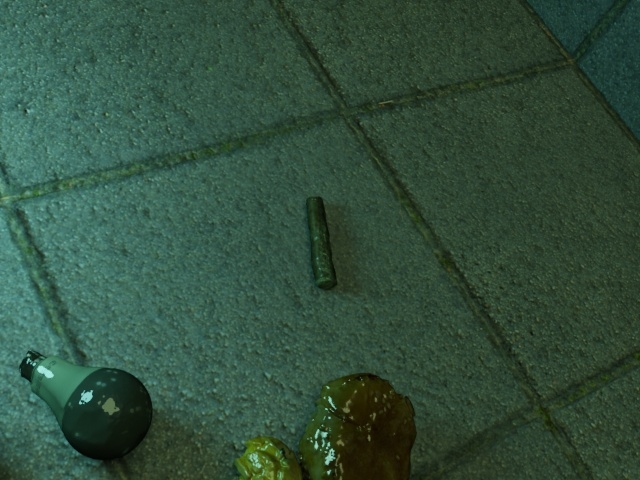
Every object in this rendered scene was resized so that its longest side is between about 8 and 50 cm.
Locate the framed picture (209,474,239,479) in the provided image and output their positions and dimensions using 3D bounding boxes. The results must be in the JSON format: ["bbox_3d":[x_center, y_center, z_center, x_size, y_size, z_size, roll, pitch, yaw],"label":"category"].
[{"bbox_3d":[-0.285,0.585,1.523,0.281,0.019,0.208,-7,59,-6],"label":"framed picture"}]

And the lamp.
[{"bbox_3d":[-0.481,0.306,1.580,0.314,0.182,0.182,41,54,10],"label":"lamp"}]

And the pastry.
[{"bbox_3d":[0.077,0.448,1.700,0.255,0.162,0.310,32,57,-16],"label":"pastry"}]

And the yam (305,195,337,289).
[{"bbox_3d":[0.000,0.000,2.031,0.061,0.061,0.274,4,57,-18],"label":"yam"}]

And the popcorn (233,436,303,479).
[{"bbox_3d":[-0.106,0.487,1.631,0.148,0.152,0.167,25,23,-38],"label":"popcorn"}]
